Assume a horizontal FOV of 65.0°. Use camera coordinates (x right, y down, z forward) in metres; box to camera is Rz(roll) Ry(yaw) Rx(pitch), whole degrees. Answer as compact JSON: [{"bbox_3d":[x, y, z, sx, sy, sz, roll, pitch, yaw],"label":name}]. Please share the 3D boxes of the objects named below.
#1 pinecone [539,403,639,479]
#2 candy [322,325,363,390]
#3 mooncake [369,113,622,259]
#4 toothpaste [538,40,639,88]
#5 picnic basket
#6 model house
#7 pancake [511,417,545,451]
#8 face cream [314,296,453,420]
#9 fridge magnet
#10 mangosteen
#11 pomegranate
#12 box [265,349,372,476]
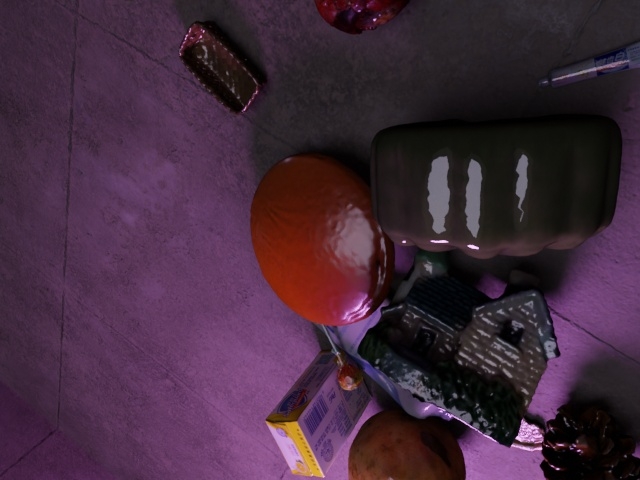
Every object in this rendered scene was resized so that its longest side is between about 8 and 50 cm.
[{"bbox_3d":[0.521,0.421,0.961,0.185,0.179,0.204,-2,98,8],"label":"pinecone"},{"bbox_3d":[0.038,0.258,1.166,0.061,0.060,0.200,-23,95,38],"label":"candy"},{"bbox_3d":[0.248,-0.089,0.748,0.352,0.351,0.187,7,108,28],"label":"mooncake"},{"bbox_3d":[0.411,-0.257,0.737,0.170,0.028,0.045,-9,104,32],"label":"toothpaste"},{"bbox_3d":[-0.199,-0.354,1.032,0.193,0.055,0.110,47,128,0],"label":"picnic basket"},{"bbox_3d":[0.260,0.157,0.906,0.299,0.243,0.284,29,87,20],"label":"model house"},{"bbox_3d":[0.426,0.387,1.092,0.191,0.020,0.184,32,127,12],"label":"pancake"},{"bbox_3d":[0.151,0.230,1.132,0.420,0.137,0.234,41,132,20],"label":"face cream"},{"bbox_3d":[0.000,0.000,1.023,0.364,0.155,0.363,18,118,37],"label":"fridge magnet"},{"bbox_3d":[0.063,-0.421,0.783,0.166,0.166,0.180,-23,77,38],"label":"mangosteen"},{"bbox_3d":[0.190,0.527,1.151,0.282,0.281,0.280,14,122,24],"label":"pomegranate"},{"bbox_3d":[0.004,0.402,1.198,0.097,0.265,0.168,-11,112,37],"label":"box"}]
